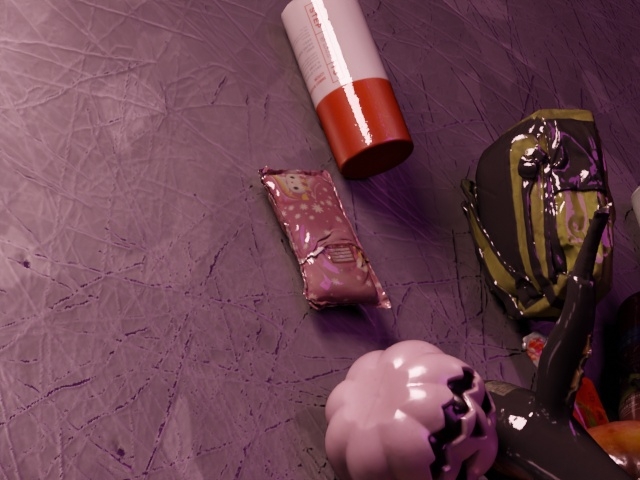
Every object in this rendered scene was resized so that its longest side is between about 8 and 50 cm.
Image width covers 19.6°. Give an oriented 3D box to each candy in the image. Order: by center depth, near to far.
[{"bbox_3d":[0.312,0.239,2.193,0.086,0.059,0.292,5,59,-51],"label":"candy"}]

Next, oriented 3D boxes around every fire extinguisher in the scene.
[{"bbox_3d":[0.421,0.159,2.322,0.105,0.141,0.341,10,51,-5],"label":"fire extinguisher"}]

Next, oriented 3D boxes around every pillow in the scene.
[{"bbox_3d":[0.000,0.000,2.045,0.118,0.043,0.185,-2,60,-43],"label":"pillow"}]

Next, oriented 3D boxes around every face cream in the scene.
[{"bbox_3d":[0.032,-0.187,2.185,0.096,0.096,0.214,3,60,-48],"label":"face cream"}]

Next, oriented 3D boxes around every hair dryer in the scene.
[{"bbox_3d":[0.273,0.137,1.874,0.120,0.359,0.303,-13,33,-38],"label":"hair dryer"}]

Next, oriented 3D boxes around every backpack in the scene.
[{"bbox_3d":[0.268,-0.024,2.239,0.140,0.207,0.253,1,68,-23],"label":"backpack"}]

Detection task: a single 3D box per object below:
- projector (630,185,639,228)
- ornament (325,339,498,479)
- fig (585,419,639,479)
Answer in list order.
[{"bbox_3d":[0.523,0.072,2.531,0.108,0.108,0.337,13,52,-43],"label":"projector"},{"bbox_3d":[0.096,0.195,1.885,0.177,0.177,0.177,29,43,-31],"label":"ornament"},{"bbox_3d":[0.343,0.309,2.028,0.235,0.235,0.214,54,15,-1],"label":"fig"}]
